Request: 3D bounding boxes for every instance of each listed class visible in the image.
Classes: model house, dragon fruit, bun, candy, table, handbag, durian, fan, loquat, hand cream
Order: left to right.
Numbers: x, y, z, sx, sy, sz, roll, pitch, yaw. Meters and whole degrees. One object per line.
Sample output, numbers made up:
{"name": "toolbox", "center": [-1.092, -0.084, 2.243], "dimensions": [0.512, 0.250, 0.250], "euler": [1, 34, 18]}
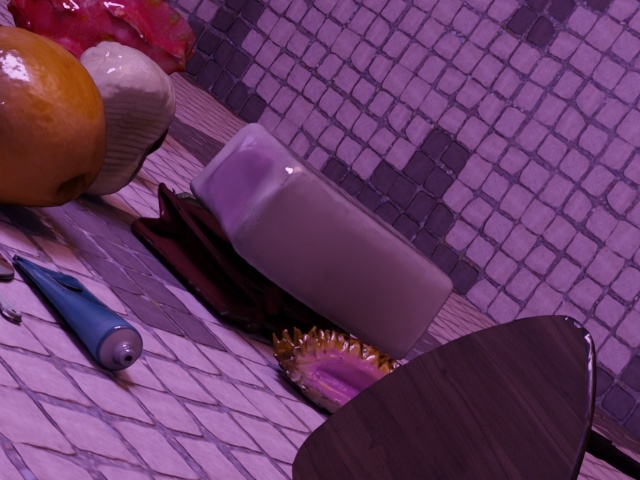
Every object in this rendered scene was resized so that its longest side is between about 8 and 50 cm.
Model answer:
{"name": "fan", "center": [-0.346, 0.017, 1.384], "dimensions": [0.152, 0.008, 0.226], "euler": [26, 10, -47]}
{"name": "loquat", "center": [-0.358, -0.140, 1.641], "dimensions": [0.238, 0.193, 0.238], "euler": [35, 30, -24]}
{"name": "hand cream", "center": [-0.238, 0.070, 1.424], "dimensions": [0.083, 0.048, 0.224], "euler": [25, 7, -40]}
{"name": "dragon fruit", "center": [-0.438, -0.395, 2.747], "dimensions": [0.386, 0.249, 0.371], "euler": [35, -9, -30]}
{"name": "bun", "center": [-0.307, -0.176, 1.967], "dimensions": [0.229, 0.229, 0.145], "euler": [24, 26, -56]}
{"name": "model house", "center": [-0.202, -0.041, 2.173], "dimensions": [0.078, 0.066, 0.083], "euler": [34, 6, -22]}
{"name": "handbag", "center": [-0.109, 0.050, 1.980], "dimensions": [0.260, 0.084, 0.275], "euler": [31, 8, -46]}
{"name": "candy", "center": [0.002, 0.000, 1.929], "dimensions": [0.358, 0.145, 0.208], "euler": [37, 6, -35]}
{"name": "durian", "center": [0.092, 0.194, 1.799], "dimensions": [0.341, 0.112, 0.191], "euler": [33, 9, -1]}
{"name": "table", "center": [0.190, 0.256, 1.316], "dimensions": [0.249, 0.317, 0.317], "euler": [48, -1, -35]}

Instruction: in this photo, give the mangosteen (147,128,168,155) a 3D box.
{"name": "mangosteen", "center": [-0.321, -0.187, 2.331], "dimensions": [0.152, 0.152, 0.152], "euler": [34, 7, -5]}
